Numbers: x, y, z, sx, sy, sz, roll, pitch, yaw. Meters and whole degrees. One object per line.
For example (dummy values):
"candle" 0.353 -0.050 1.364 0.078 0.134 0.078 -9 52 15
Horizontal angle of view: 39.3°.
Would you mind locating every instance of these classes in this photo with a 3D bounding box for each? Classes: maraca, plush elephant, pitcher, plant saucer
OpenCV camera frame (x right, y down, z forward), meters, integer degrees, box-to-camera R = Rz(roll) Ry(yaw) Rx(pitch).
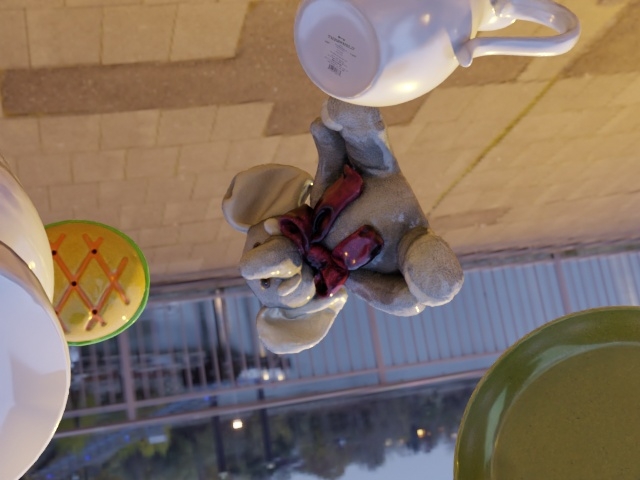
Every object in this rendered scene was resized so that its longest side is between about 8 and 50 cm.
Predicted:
"maraca" -0.266 0.043 0.900 0.186 0.127 0.099 -2 176 -12
"plush elephant" 0.000 0.000 1.116 0.255 0.272 0.330 -26 174 1
"pitcher" 0.095 -0.175 0.714 0.207 0.178 0.125 -35 145 -41
"plant saucer" 0.215 0.167 0.629 0.241 0.241 0.037 -14 158 18

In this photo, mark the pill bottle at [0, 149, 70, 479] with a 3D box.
"pill bottle" -0.292 0.001 0.565 0.210 0.210 0.363 -2 -154 -31
